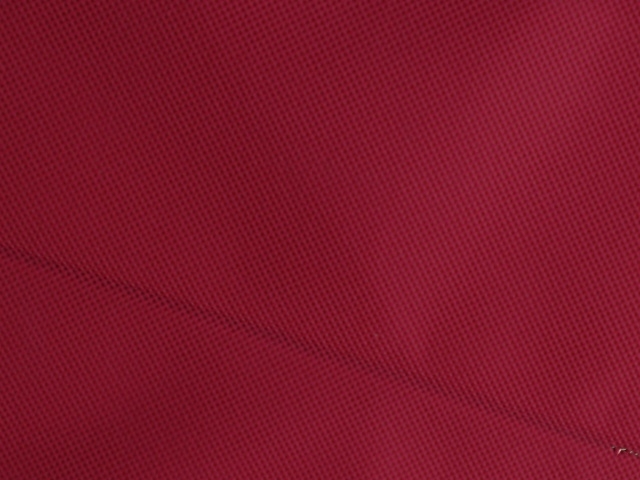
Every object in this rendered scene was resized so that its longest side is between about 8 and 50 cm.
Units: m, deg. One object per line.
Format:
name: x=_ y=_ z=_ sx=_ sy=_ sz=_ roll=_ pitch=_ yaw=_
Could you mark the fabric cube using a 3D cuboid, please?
fabric cube: x=0.000 y=0.000 z=0.605 sx=0.254 sy=0.258 sz=0.259 roll=-99 pitch=-151 yaw=-76
